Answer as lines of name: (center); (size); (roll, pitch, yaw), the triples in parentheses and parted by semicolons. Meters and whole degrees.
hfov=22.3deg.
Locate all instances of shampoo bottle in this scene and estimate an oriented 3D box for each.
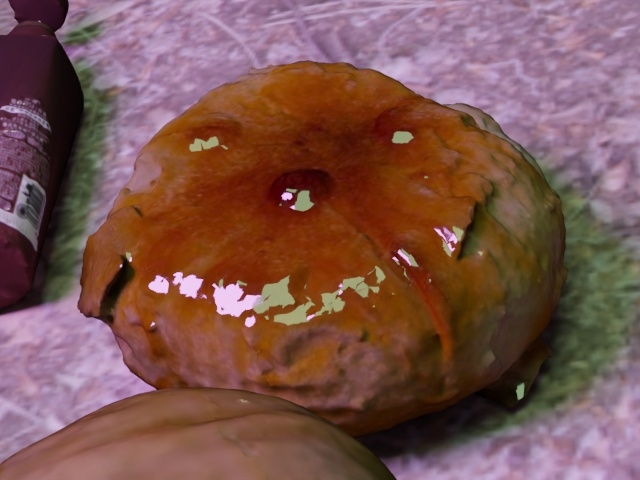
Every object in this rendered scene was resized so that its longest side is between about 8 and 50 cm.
shampoo bottle: (-0.173, -0.065, 0.900); (0.067, 0.068, 0.236); (-10, 41, 11)

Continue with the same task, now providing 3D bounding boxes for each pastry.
pastry: (0.000, 0.000, 0.751); (0.229, 0.100, 0.218); (-23, 42, -9)

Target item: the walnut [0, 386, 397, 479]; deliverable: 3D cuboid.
walnut: (-0.057, 0.179, 0.483); (0.283, 0.283, 0.227); (-37, 88, -21)
